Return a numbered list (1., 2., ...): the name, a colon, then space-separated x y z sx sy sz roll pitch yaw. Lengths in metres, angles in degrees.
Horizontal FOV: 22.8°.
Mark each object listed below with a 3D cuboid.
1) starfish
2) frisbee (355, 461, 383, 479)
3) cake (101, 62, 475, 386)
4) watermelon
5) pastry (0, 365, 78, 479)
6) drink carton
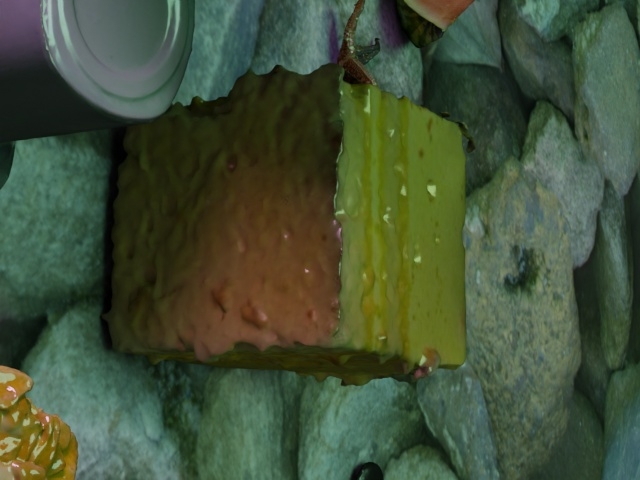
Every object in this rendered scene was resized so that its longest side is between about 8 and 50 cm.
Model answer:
1. starfish: 0.036 -0.179 1.535 0.133 0.041 0.130 -79 160 -71
2. frisbee: 0.009 0.309 1.457 0.187 0.012 0.211 12 77 -55
3. cake: 0.000 0.000 1.292 0.286 0.222 0.228 16 74 -56
4. watermelon: 0.119 -0.240 1.647 0.163 0.087 0.069 -45 153 -48
5. pastry: -0.239 0.202 1.011 0.154 0.102 0.250 40 55 -46
6. drink carton: -0.201 -0.137 1.043 0.191 0.189 0.186 30 67 -51
